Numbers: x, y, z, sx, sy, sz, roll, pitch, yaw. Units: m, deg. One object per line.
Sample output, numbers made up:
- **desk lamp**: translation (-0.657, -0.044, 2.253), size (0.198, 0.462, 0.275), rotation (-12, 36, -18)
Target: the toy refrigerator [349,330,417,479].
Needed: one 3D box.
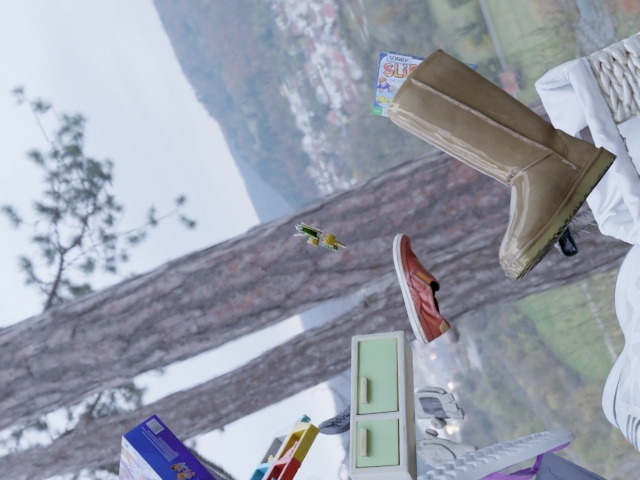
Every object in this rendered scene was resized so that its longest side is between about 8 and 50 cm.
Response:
- **toy refrigerator**: translation (0.112, 0.300, 1.386), size (0.094, 0.102, 0.269), rotation (64, -157, -50)

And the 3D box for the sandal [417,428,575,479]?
- **sandal**: translation (0.372, 0.519, 1.704), size (0.169, 0.417, 0.102), rotation (124, 128, -77)

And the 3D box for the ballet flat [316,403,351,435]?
- **ballet flat**: translation (0.054, 0.442, 1.910), size (0.057, 0.173, 0.049), rotation (28, -135, -31)

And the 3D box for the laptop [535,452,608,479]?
- **laptop**: translation (0.774, 0.814, 2.072), size (0.408, 0.236, 0.382), rotation (43, 166, -31)

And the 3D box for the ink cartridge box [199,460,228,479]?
- **ink cartridge box**: translation (-0.237, 0.541, 1.597), size (0.181, 0.056, 0.224), rotation (27, 116, 22)

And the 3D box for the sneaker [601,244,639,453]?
- **sneaker**: translation (0.670, 0.213, 1.466), size (0.257, 0.169, 0.447), rotation (-88, 0, -75)

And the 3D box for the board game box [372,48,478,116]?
- **board game box**: translation (0.216, -0.315, 1.617), size (0.035, 0.201, 0.136), rotation (-54, -27, -60)

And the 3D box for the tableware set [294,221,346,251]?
- **tableware set**: translation (0.000, 0.000, 1.452), size (0.104, 0.024, 0.154), rotation (23, 174, -5)

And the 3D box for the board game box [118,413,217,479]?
- **board game box**: translation (-0.238, 0.523, 1.445), size (0.347, 0.078, 0.233), rotation (39, 137, 23)

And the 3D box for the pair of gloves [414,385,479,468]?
- **pair of gloves**: translation (0.296, 0.476, 1.964), size (0.204, 0.042, 0.240), rotation (-16, 103, 42)

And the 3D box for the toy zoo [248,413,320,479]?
- **toy zoo**: translation (-0.100, 0.520, 1.767), size (0.030, 0.293, 0.192), rotation (40, 147, -11)

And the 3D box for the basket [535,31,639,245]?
- **basket**: translation (0.567, -0.193, 1.317), size (0.328, 0.267, 0.331), rotation (64, -172, -4)

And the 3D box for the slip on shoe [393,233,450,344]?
- **slip on shoe**: translation (0.269, 0.121, 2.085), size (0.123, 0.101, 0.331), rotation (55, -162, -54)

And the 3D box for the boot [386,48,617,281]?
- **boot**: translation (0.195, -0.099, 0.961), size (0.270, 0.236, 0.089), rotation (35, 148, 16)

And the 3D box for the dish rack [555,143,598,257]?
- **dish rack**: translation (0.638, -0.113, 1.832), size (0.208, 0.272, 0.074), rotation (62, 173, -24)
